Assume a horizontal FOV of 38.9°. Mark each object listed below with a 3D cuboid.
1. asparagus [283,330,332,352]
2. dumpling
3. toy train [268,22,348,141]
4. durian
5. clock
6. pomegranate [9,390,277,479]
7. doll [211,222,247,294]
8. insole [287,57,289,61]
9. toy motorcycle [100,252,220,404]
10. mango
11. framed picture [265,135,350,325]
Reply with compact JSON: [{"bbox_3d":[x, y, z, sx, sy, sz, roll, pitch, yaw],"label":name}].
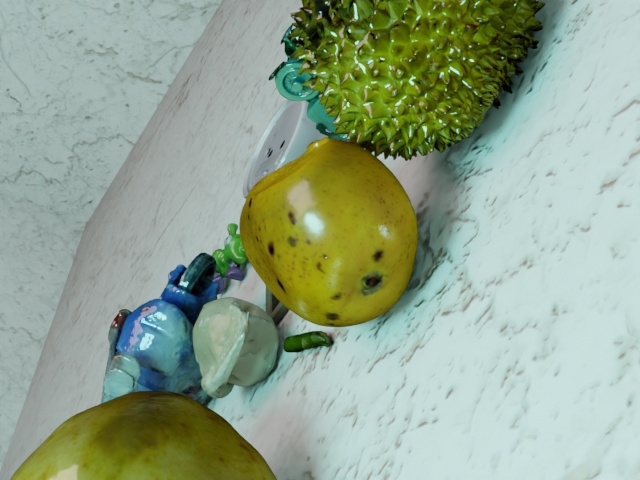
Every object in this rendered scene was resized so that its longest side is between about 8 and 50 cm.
[{"bbox_3d":[-0.014,0.123,1.106,0.108,0.025,0.021,-21,66,58],"label":"asparagus"},{"bbox_3d":[-0.118,0.147,1.221,0.199,0.118,0.136,126,159,-84],"label":"dumpling"},{"bbox_3d":[0.035,-0.246,1.233,0.203,0.163,0.112,-44,26,41],"label":"toy train"},{"bbox_3d":[0.100,-0.232,0.964,0.293,0.258,0.258,-61,17,-24],"label":"durian"},{"bbox_3d":[-0.050,-0.141,1.460,0.197,0.068,0.197,-52,23,32],"label":"clock"},{"bbox_3d":[-0.175,0.292,0.915,0.307,0.307,0.307,-51,23,32],"label":"pomegranate"},{"bbox_3d":[-0.164,0.033,1.565,0.190,0.050,0.115,-39,35,54],"label":"doll"},{"bbox_3d":[-0.059,-0.396,1.900,0.053,0.002,0.152,-53,22,28],"label":"insole"},{"bbox_3d":[-0.225,0.190,1.326,0.241,0.182,0.319,-96,20,-50],"label":"toy motorcycle"},{"bbox_3d":[0.000,0.000,0.981,0.160,0.191,0.290,-35,13,-21],"label":"mango"},{"bbox_3d":[-0.011,-0.016,1.284,0.250,0.016,0.184,-53,23,27],"label":"framed picture"}]
